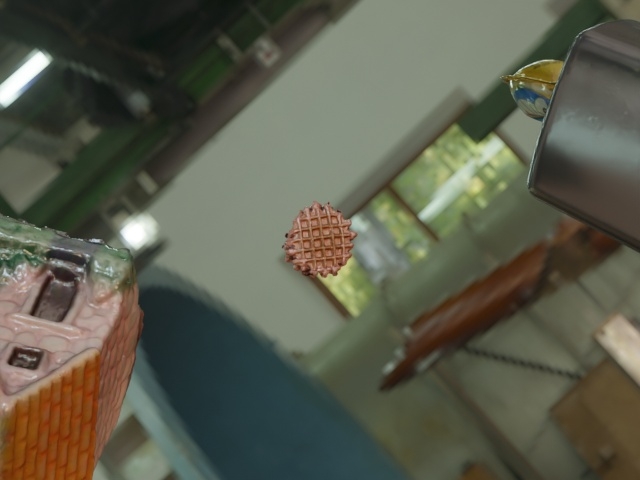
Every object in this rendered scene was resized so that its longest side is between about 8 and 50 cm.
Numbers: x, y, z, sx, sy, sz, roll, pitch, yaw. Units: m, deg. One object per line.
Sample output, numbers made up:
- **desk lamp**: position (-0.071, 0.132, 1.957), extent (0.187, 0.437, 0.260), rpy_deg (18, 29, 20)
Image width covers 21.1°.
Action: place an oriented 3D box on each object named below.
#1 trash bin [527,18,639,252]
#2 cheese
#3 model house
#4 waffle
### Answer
- **trash bin**: position (0.348, -0.068, 1.523), extent (0.182, 0.290, 0.209), rpy_deg (-23, -47, -53)
- **cheese**: position (0.302, -0.170, 2.103), extent (0.270, 0.177, 0.069), rpy_deg (23, -95, -90)
- **model house**: position (-0.294, 0.123, 1.474), extent (0.237, 0.237, 0.202), rpy_deg (-76, 2, -56)
- **waffle**: position (0.000, 0.000, 1.863), extent (0.083, 0.075, 0.029), rpy_deg (-61, 12, -14)
